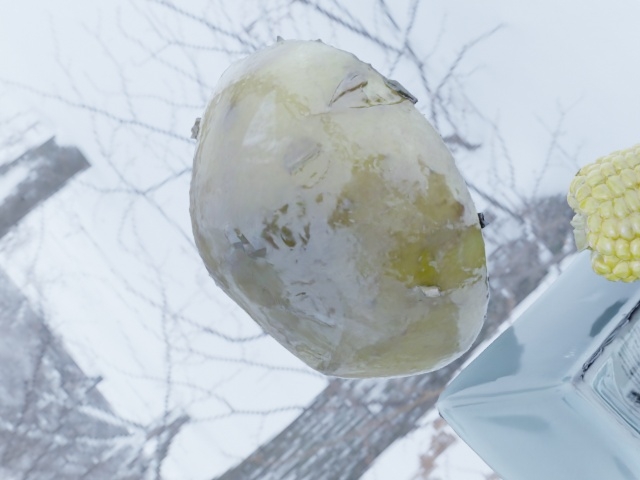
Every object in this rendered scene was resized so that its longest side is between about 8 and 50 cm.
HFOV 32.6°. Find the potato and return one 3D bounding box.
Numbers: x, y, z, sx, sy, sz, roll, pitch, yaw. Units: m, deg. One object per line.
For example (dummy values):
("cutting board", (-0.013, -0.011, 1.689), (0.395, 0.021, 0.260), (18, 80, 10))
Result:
("potato", (0.000, 0.000, 0.833), (0.239, 0.116, 0.299), (-12, 111, 35))

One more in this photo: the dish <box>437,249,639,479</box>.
("dish", (0.222, 0.093, 0.748), (0.182, 0.243, 0.080), (45, 144, 10))

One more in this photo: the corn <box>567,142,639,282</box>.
("corn", (0.287, -0.041, 0.721), (0.093, 0.244, 0.093), (-16, -90, -84))
